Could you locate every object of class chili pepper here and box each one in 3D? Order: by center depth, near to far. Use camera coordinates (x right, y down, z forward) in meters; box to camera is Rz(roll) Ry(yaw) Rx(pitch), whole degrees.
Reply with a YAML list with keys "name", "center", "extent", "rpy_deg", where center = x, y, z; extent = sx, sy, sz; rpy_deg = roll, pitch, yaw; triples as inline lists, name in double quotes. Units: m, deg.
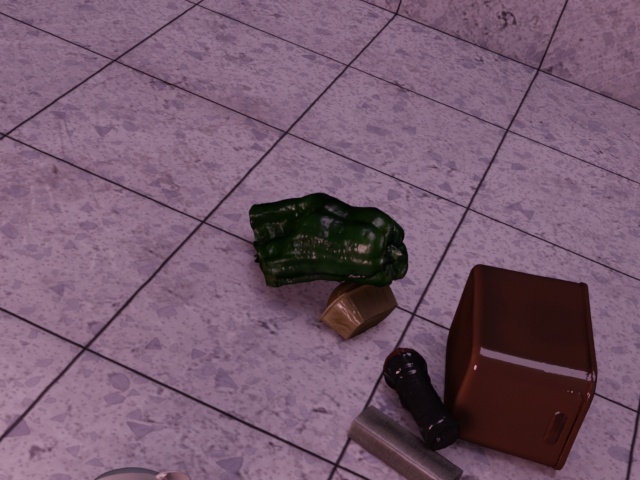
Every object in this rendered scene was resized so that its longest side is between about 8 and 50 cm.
- name: "chili pepper"
  center: [-0.004, -0.008, 2.208]
  extent: [0.385, 0.167, 0.213]
  rpy_deg: [6, 23, 33]

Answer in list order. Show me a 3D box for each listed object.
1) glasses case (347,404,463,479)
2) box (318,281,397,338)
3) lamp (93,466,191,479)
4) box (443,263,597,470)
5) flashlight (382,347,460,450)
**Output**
- name: "glasses case"
  center: [0.151, 0.374, 1.936]
  extent: [0.205, 0.047, 0.071]
  rpy_deg: [32, 36, 22]
- name: "box"
  center: [0.077, 0.127, 2.205]
  extent: [0.111, 0.111, 0.177]
  rpy_deg: [37, 38, 26]
- name: "lamp"
  center: [-0.301, 0.405, 1.587]
  extent: [0.246, 0.179, 0.108]
  rpy_deg: [-13, 36, -7]
- name: "box"
  center: [0.372, 0.227, 2.076]
  extent: [0.229, 0.239, 0.339]
  rpy_deg: [14, 34, -1]
- name: "flashlight"
  center: [0.184, 0.293, 2.005]
  extent: [0.093, 0.093, 0.232]
  rpy_deg: [4, 29, -19]
